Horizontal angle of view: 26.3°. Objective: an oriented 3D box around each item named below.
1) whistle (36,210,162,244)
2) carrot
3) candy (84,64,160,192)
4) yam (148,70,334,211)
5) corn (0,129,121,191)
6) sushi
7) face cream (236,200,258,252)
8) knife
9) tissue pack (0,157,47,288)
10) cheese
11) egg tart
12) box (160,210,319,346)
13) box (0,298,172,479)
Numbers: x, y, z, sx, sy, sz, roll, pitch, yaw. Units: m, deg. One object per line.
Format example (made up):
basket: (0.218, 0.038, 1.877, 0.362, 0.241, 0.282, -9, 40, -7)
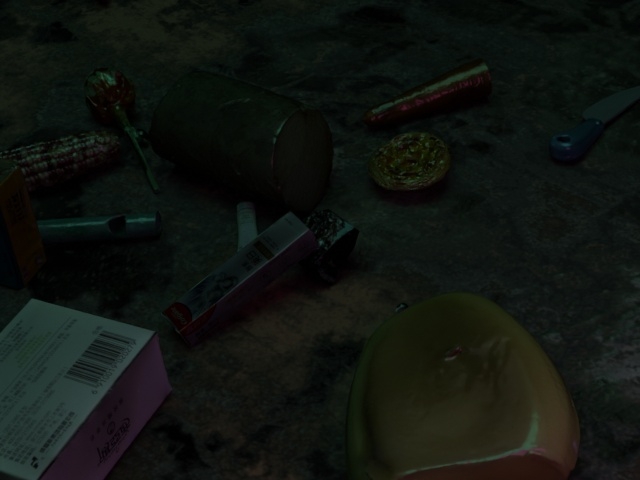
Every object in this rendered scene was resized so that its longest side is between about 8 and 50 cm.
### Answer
whistle: (-0.321, -0.018, 1.955, 0.186, 0.039, 0.039, -4, 39, 6)
carrot: (0.159, -0.218, 2.105, 0.209, 0.061, 0.061, -21, 40, -8)
candy: (-0.297, -0.170, 2.122, 0.078, 0.084, 0.288, -16, 46, -17)
yam: (-0.111, -0.150, 1.991, 0.268, 0.161, 0.161, 21, 47, 34)
corn: (-0.420, -0.117, 2.069, 0.237, 0.080, 0.079, -17, 39, -14)
sushi: (0.000, 0.000, 1.838, 0.083, 0.056, 0.084, -54, 41, 2)
face cream: (-0.102, -0.013, 1.925, 0.038, 0.020, 0.115, -8, 42, 0)
knife: (0.415, -0.184, 2.041, 0.058, 0.032, 0.244, 14, 39, 38)
tissue pack: (-0.456, -0.030, 1.893, 0.120, 0.169, 0.082, 12, 40, 25)
cheese: (0.150, 0.176, 1.561, 0.259, 0.128, 0.316, -9, 37, 2)
egg tart: (0.129, -0.105, 1.975, 0.128, 0.049, 0.129, -9, 41, 8)
box: (-0.104, 0.050, 1.784, 0.218, 0.040, 0.055, -39, 46, -9)
box: (-0.328, 0.204, 1.626, 0.194, 0.111, 0.260, 13, 45, 25)
